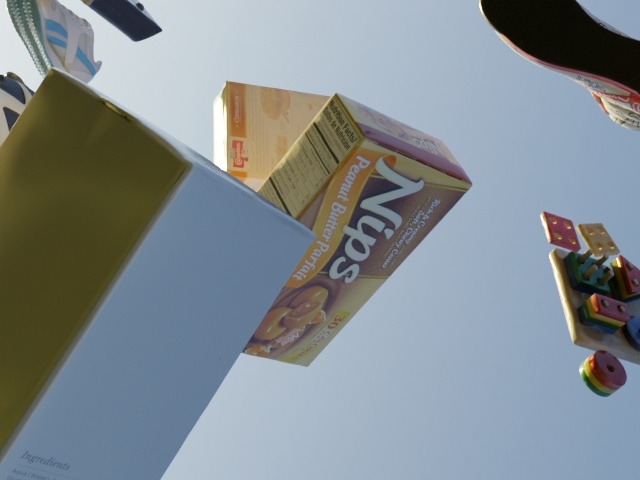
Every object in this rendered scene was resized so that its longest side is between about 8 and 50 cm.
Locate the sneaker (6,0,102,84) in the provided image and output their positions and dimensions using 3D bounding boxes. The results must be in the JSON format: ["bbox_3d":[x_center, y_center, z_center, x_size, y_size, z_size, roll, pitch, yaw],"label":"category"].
[{"bbox_3d":[-0.413,-0.332,1.674,0.087,0.229,0.092,31,-118,30],"label":"sneaker"}]

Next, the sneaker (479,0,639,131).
[{"bbox_3d":[0.308,-0.211,1.261,0.270,0.145,0.090,28,-94,14],"label":"sneaker"}]

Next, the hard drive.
[{"bbox_3d":[-0.348,-0.401,1.582,0.054,0.172,0.255,-43,-116,7],"label":"hard drive"}]

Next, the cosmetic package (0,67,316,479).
[{"bbox_3d":[-0.205,0.087,0.820,0.217,0.156,0.385,37,-88,42],"label":"cosmetic package"}]

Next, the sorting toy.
[{"bbox_3d":[0.338,0.062,1.240,0.046,0.132,0.275,-51,-148,39],"label":"sorting toy"}]

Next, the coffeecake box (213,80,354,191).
[{"bbox_3d":[-0.047,-0.127,1.451,0.068,0.185,0.142,133,-40,-59],"label":"coffeecake box"}]

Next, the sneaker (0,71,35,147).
[{"bbox_3d":[-0.406,-0.114,1.242,0.235,0.153,0.094,-41,-175,-29],"label":"sneaker"}]

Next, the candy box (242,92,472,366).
[{"bbox_3d":[0.000,0.000,1.223,0.316,0.182,0.088,-50,-133,23],"label":"candy box"}]
